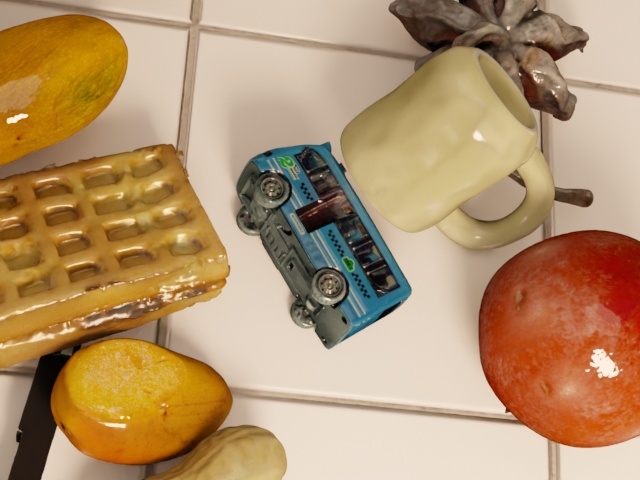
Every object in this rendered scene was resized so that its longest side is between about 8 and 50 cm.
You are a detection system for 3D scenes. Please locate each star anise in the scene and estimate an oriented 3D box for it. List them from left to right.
[{"bbox_3d":[0.257,-0.245,1.597,0.360,0.139,0.315,26,72,-1],"label":"star anise"}]

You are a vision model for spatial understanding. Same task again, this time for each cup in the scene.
[{"bbox_3d":[0.175,-0.095,1.466,0.255,0.202,0.173,55,24,-1],"label":"cup"}]

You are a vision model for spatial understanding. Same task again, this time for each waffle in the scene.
[{"bbox_3d":[-0.289,0.013,1.374,0.328,0.098,0.224,-16,55,-19],"label":"waffle"}]

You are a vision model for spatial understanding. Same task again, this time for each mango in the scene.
[{"bbox_3d":[-0.383,-0.166,1.406,0.359,0.187,0.144,-34,116,-27],"label":"mango"},{"bbox_3d":[-0.202,0.185,1.345,0.217,0.102,0.141,1,62,-29],"label":"mango"}]

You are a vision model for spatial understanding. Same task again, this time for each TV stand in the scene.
[{"bbox_3d":[-0.324,0.222,1.338,0.040,0.049,0.256,16,66,-8],"label":"TV stand"}]

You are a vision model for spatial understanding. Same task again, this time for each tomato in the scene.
[{"bbox_3d":[0.327,0.112,1.412,0.265,0.265,0.264,4,68,-10],"label":"tomato"}]

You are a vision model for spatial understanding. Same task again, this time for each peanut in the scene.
[{"bbox_3d":[-0.158,0.306,1.309,0.275,0.125,0.111,-28,39,-14],"label":"peanut"}]

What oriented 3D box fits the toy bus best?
[{"bbox_3d":[0.000,0.000,1.458,0.134,0.113,0.246,-25,77,-24],"label":"toy bus"}]
